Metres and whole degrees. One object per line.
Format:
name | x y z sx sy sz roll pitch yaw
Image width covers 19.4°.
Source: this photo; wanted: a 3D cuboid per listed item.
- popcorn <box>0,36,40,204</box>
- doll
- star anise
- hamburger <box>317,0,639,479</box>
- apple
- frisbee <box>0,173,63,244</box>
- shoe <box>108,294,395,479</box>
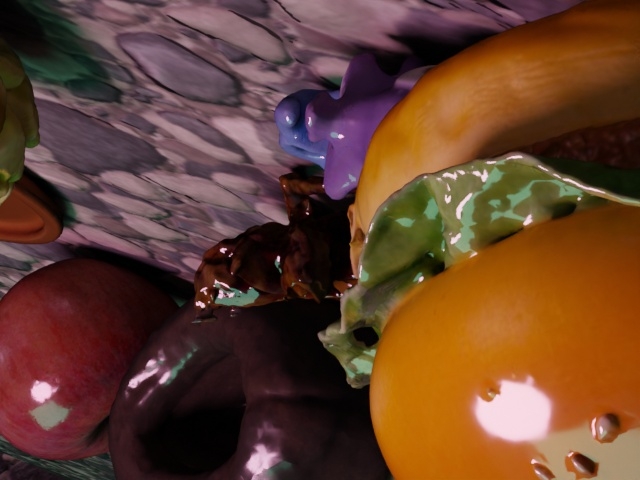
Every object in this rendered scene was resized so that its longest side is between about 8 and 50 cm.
popcorn | -0.201 -0.054 0.862 0.162 0.135 0.141 17 152 48
doll | 0.033 -0.040 0.750 0.110 0.067 0.206 10 -179 -19
star anise | 0.000 0.000 0.941 0.097 0.070 0.191 -3 176 -28
hamburger | 0.120 0.039 0.599 0.246 0.170 0.246 -2 155 -1
apple | -0.167 0.081 1.302 0.120 0.153 0.153 55 177 20
frisbee | -0.282 -0.053 1.203 0.251 0.021 0.251 19 165 5
shoe | -0.026 0.137 1.237 0.237 0.171 0.384 15 166 -18
